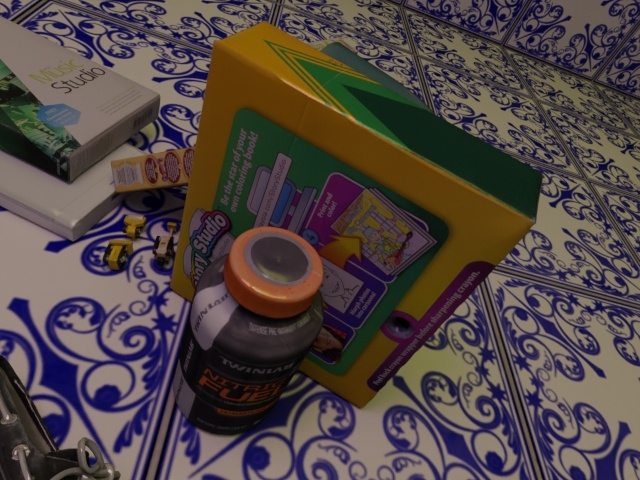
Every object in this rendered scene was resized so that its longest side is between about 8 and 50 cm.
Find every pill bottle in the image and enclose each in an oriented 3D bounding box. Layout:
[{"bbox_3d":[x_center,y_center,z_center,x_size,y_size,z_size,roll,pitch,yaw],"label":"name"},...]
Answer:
[{"bbox_3d":[-0.077,0.097,0.487,0.131,0.245,0.130,14,43,-13],"label":"pill bottle"}]

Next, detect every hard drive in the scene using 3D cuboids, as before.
[{"bbox_3d":[-0.441,-0.135,0.695,0.308,0.040,0.203,27,42,0],"label":"hard drive"}]

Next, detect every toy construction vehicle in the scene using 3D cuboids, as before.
[{"bbox_3d":[-0.252,0.006,0.656,0.086,0.035,0.098,3,43,-8],"label":"toy construction vehicle"}]

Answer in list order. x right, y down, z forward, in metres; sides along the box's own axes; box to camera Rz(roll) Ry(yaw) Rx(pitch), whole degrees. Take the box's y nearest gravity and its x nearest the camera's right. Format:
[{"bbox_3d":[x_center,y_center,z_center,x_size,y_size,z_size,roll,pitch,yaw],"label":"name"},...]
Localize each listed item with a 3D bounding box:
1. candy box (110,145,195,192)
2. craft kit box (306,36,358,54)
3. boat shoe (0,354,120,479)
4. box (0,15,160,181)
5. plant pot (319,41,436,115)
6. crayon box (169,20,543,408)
[{"bbox_3d":[-0.197,-0.106,0.678,0.187,0.053,0.109,-5,8,25],"label":"candy box"},{"bbox_3d":[-0.063,-0.218,0.809,0.061,0.246,0.250,39,44,16],"label":"craft kit box"},{"bbox_3d":[-0.229,0.221,0.389,0.306,0.113,0.105,36,57,24],"label":"boat shoe"},{"bbox_3d":[-0.455,-0.235,0.714,0.322,0.058,0.232,25,41,0],"label":"box"},{"bbox_3d":[0.067,-0.122,0.734,0.235,0.292,0.293,29,42,6],"label":"plant pot"},{"bbox_3d":[0.000,0.000,0.534,0.313,0.362,0.106,32,42,5],"label":"crayon box"}]
